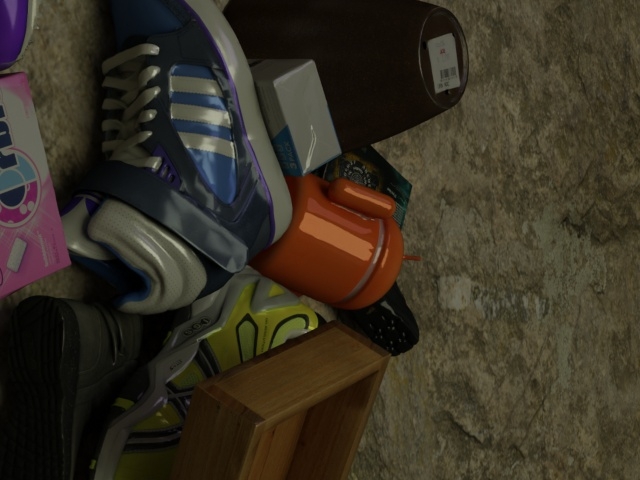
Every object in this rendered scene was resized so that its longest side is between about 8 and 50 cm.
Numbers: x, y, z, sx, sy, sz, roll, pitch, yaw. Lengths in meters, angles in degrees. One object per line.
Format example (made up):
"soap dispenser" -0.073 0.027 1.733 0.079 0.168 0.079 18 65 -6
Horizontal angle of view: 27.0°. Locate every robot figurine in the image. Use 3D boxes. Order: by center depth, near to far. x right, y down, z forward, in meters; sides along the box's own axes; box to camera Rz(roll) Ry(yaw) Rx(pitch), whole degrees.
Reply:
"robot figurine" -0.001 0.001 1.469 0.219 0.128 0.158 24 94 -27

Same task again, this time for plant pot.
"plant pot" 0.038 -0.190 1.465 0.215 0.230 0.215 1 89 -55

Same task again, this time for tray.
"tray" -0.076 0.284 1.217 0.203 0.076 0.411 -21 136 -53

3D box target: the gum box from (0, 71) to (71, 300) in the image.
"gum box" -0.290 -0.040 1.143 0.107 0.062 0.188 -29 113 -51

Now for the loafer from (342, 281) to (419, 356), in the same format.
"loafer" 0.046 0.050 1.622 0.223 0.076 0.078 52 13 -32

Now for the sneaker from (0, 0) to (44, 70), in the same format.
"sneaker" -0.325 -0.277 1.077 0.146 0.102 0.293 -19 100 -49

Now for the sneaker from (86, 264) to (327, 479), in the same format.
"sneaker" -0.107 0.174 1.268 0.145 0.147 0.385 98 15 -51

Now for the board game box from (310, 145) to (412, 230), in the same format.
"board game box" 0.048 -0.055 1.653 0.186 0.026 0.126 40 58 -47

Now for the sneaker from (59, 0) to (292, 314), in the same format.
"sneaker" -0.176 -0.090 1.253 0.236 0.130 0.323 -33 104 -37

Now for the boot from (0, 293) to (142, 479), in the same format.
"boot" -0.220 0.169 1.232 0.161 0.083 0.246 13 83 -64

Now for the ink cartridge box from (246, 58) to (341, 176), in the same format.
"ink cartridge box" -0.073 -0.128 1.364 0.061 0.181 0.104 -34 117 -35
